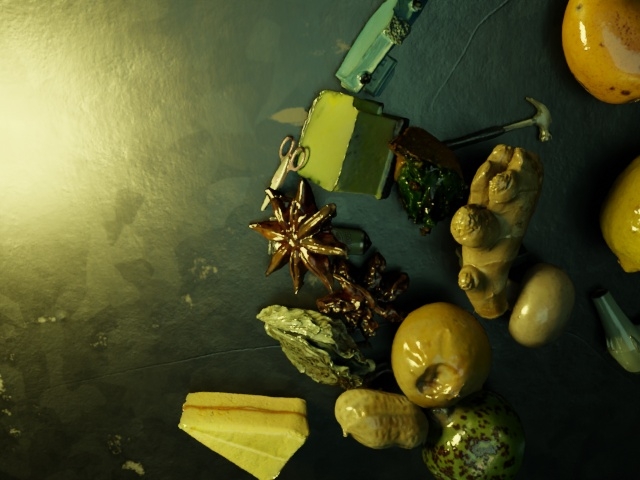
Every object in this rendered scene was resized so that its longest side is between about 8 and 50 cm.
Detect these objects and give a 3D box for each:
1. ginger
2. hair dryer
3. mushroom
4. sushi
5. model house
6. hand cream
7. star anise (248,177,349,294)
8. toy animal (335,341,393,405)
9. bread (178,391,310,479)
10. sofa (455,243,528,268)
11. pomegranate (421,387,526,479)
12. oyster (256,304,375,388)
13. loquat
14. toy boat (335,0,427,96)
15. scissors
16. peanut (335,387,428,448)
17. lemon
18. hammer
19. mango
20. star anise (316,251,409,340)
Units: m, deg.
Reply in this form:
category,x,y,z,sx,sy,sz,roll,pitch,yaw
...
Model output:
category,x,y,z,sx,sy,sz,roll,pitch,yaw
ginger,0.361,-0.005,1.148,0.165,0.236,0.376,3,96,23
hair dryer,0.791,0.170,1.400,0.229,0.092,0.267,41,85,-10
mushroom,0.479,0.141,1.302,0.204,0.204,0.204,-2,107,-5
sushi,0.226,-0.121,1.156,0.149,0.287,0.140,17,67,22
model house,0.087,-0.199,1.187,0.211,0.170,0.194,6,105,-36
hand cream,0.000,0.000,1.267,0.235,0.055,0.087,5,102,1
star anise,-0.033,-0.010,1.204,0.271,0.102,0.272,14,114,34
toy animal,0.095,0.356,1.371,0.186,0.094,0.214,-43,98,4
bread,-0.171,0.410,1.312,0.264,0.168,0.163,38,98,-14
sofa,0.401,0.036,1.317,0.147,0.085,0.060,-23,150,1
pomegranate,0.354,0.468,1.346,0.254,0.254,0.271,-37,110,6
oyster,-0.010,0.230,1.262,0.267,0.198,0.112,42,56,-7
loquat,0.271,0.256,1.275,0.243,0.244,0.244,-2,107,-5
toy boat,0.135,-0.398,1.136,0.098,0.109,0.238,26,107,-33
scissors,-0.087,-0.137,1.214,0.022,0.085,0.176,4,124,-45
peanut,0.142,0.406,1.272,0.224,0.129,0.129,10,106,-7
lemon,0.763,-0.066,1.213,0.268,0.268,0.322,23,115,-12
hammer,0.388,-0.245,1.244,0.246,0.029,0.103,-14,108,0
mango,0.607,-0.402,1.154,0.191,0.160,0.290,-41,103,16
star anise,0.103,0.133,1.280,0.220,0.126,0.190,-9,112,-6
